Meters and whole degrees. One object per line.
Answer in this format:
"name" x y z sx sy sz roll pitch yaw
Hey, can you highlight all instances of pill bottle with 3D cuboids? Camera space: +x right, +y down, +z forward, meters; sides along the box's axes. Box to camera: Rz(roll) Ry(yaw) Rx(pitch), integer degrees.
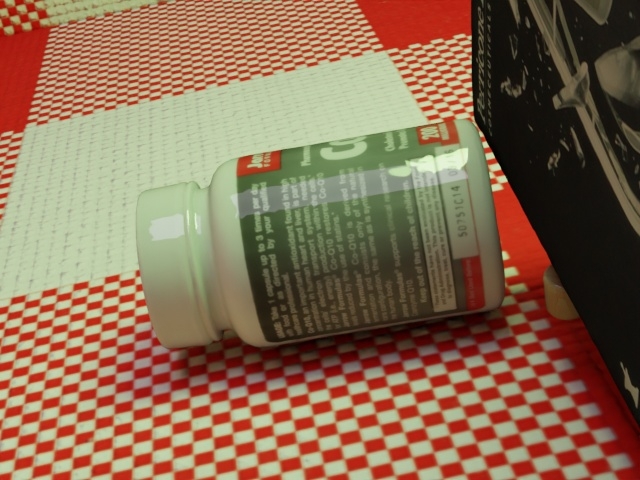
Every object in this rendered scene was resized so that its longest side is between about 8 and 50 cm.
"pill bottle" 0.000 0.000 1.013 0.283 0.161 0.161 -9 27 3

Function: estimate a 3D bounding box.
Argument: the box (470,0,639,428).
"box" 0.290 -0.143 0.696 0.297 0.480 0.472 -12 44 -5

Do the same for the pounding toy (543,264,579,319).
"pounding toy" 0.260 0.026 0.940 0.206 0.094 0.181 -20 45 -13
